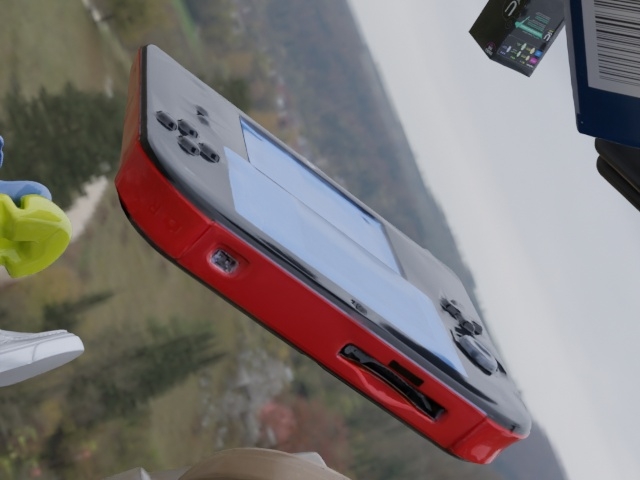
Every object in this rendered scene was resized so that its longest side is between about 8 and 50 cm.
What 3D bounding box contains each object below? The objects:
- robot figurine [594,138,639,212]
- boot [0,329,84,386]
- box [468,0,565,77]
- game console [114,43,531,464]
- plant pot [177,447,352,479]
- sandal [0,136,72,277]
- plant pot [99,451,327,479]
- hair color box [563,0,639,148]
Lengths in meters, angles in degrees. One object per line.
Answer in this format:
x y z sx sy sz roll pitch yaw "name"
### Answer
0.429 -0.149 1.462 0.174 0.278 0.209 51 -4 -15 "robot figurine"
-0.420 0.116 1.637 0.095 0.258 0.123 -40 -113 53 "boot"
0.189 -0.207 1.267 0.052 0.083 0.062 19 27 -28 "box"
0.000 0.000 1.116 0.386 0.060 0.342 37 18 -20 "game console"
-0.029 0.256 0.844 0.110 0.237 0.237 -43 119 -45 "plant pot"
-0.392 -0.025 1.215 0.126 0.317 0.138 116 -40 -52 "sandal"
-0.100 0.408 1.720 0.323 0.280 0.323 160 -90 -81 "plant pot"
0.316 -0.217 0.982 0.105 0.347 0.174 20 -46 40 "hair color box"
